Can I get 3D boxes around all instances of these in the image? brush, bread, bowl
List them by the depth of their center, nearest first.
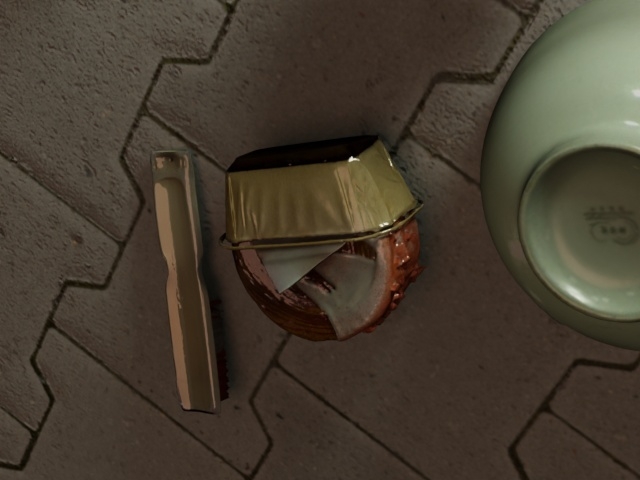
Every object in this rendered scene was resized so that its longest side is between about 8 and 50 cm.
[{"bbox_3d":[0.295,-0.039,1.354,0.354,0.185,0.354,13,118,25],"label":"bowl"},{"bbox_3d":[0.000,0.000,1.572,0.224,0.142,0.212,-4,106,31],"label":"bread"},{"bbox_3d":[-0.151,0.049,1.746,0.060,0.050,0.321,2,105,32],"label":"brush"}]
